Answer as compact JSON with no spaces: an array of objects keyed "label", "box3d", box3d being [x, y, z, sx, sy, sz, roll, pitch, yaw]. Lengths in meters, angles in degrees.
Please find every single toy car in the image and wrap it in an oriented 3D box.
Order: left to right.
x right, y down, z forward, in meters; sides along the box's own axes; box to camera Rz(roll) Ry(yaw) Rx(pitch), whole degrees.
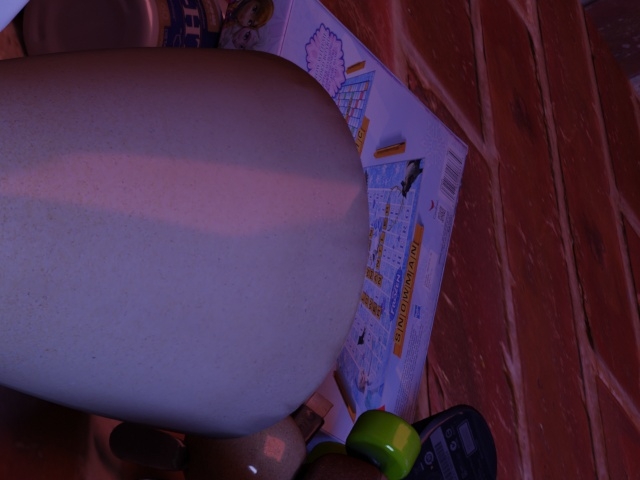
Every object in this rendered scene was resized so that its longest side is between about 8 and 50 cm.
[{"label":"toy car","box3d":[-0.053,0.162,1.222,0.188,0.149,0.155,37,55,-8]}]

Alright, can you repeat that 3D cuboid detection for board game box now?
[{"label":"board game box","box3d":[0.000,0.000,1.436,0.318,0.066,0.318,39,58,-51]}]

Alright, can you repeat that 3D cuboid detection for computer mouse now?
[{"label":"computer mouse","box3d":[0.032,0.188,1.401,0.262,0.060,0.184,-40,115,-37]}]

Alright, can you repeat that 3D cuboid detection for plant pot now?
[{"label":"plant pot","box3d":[-0.155,-0.011,1.048,0.274,0.256,0.256,8,60,-47]}]

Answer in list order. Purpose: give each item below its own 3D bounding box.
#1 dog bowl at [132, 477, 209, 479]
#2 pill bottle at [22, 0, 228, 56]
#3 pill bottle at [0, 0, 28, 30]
[{"label":"dog bowl","box3d":[-0.077,0.317,0.988,0.408,0.150,0.408,50,26,-37]},{"label":"pill bottle","box3d":[-0.139,-0.163,1.368,0.187,0.112,0.112,-12,80,-68]},{"label":"pill bottle","box3d":[-0.297,-0.262,0.901,0.361,0.204,0.204,33,36,-29]}]
